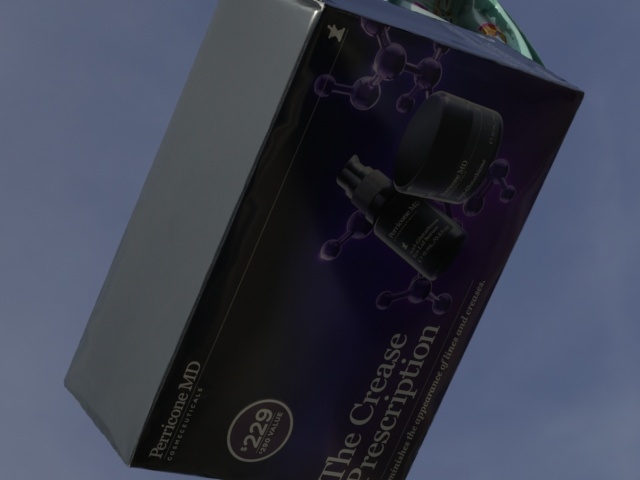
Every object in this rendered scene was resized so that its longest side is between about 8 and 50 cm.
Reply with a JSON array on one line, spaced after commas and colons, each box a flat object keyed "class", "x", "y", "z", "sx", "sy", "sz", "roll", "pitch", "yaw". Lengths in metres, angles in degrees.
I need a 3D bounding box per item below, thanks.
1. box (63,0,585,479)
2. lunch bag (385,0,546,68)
[{"class": "box", "x": 0.000, "y": 0.000, "z": 0.985, "sx": 0.184, "sy": 0.103, "sz": 0.261, "roll": 14, "pitch": -74, "yaw": -33}, {"class": "lunch bag", "x": 0.041, "y": -0.058, "z": 1.235, "sx": 0.160, "sy": 0.262, "sz": 0.223, "roll": 29, "pitch": -64, "yaw": -12}]
